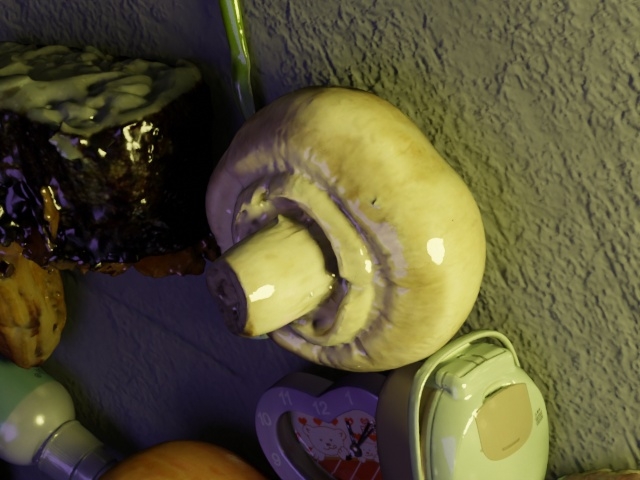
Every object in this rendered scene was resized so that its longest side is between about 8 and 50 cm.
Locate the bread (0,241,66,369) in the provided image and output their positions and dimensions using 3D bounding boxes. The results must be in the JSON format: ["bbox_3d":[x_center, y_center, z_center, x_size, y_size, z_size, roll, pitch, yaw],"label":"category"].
[{"bbox_3d":[-0.374,0.022,1.723,0.210,0.099,0.235,34,156,17],"label":"bread"}]

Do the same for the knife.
[{"bbox_3d":[-0.078,-0.182,1.440,0.022,0.026,0.184,-2,110,25],"label":"knife"}]

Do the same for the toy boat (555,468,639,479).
[{"bbox_3d":[0.299,0.269,1.368,0.227,0.085,0.155,2,108,51],"label":"toy boat"}]

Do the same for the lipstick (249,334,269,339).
[{"bbox_3d":[-0.065,0.038,1.554,0.037,0.037,0.116,8,114,36],"label":"lipstick"}]

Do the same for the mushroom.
[{"bbox_3d":[0.000,0.000,1.334,0.260,0.234,0.254,3,112,39],"label":"mushroom"}]

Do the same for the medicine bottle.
[{"bbox_3d":[-0.353,0.196,1.829,0.352,0.110,0.110,35,132,19],"label":"medicine bottle"}]

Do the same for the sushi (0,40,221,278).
[{"bbox_3d":[-0.263,-0.075,1.517,0.348,0.234,0.207,17,124,38],"label":"sushi"}]

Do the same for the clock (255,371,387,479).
[{"bbox_3d":[0.036,0.205,1.544,0.198,0.064,0.172,-6,110,42],"label":"clock"}]

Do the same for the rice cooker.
[{"bbox_3d":[0.124,0.180,1.402,0.127,0.145,0.206,7,115,48],"label":"rice cooker"}]

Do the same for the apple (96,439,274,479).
[{"bbox_3d":[-0.133,0.339,1.654,0.241,0.242,0.242,42,135,31],"label":"apple"}]
